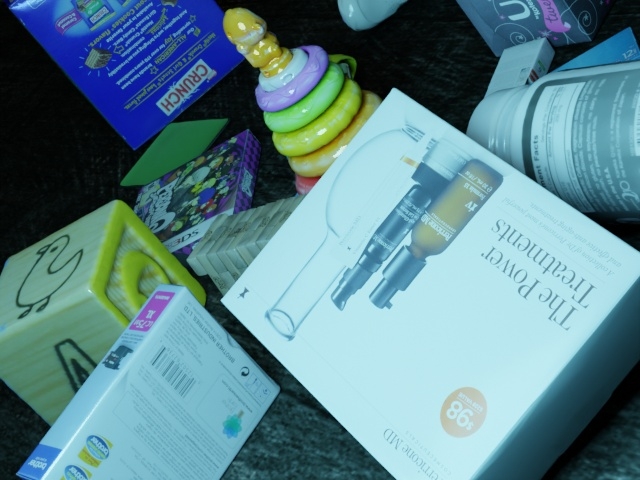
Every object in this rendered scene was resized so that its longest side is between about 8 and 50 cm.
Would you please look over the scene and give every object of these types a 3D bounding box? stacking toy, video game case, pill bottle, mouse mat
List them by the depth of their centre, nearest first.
[{"bbox_3d":[0.292,-0.095,1.382,0.283,0.161,0.161,-2,47,50],"label":"pill bottle"},{"bbox_3d":[-0.020,-0.173,1.719,0.166,0.302,0.175,-50,29,-17],"label":"stacking toy"},{"bbox_3d":[-0.188,-0.040,2.007,0.210,0.042,0.232,-26,31,23],"label":"video game case"},{"bbox_3d":[-0.235,-0.140,2.245,0.189,0.007,0.153,1,48,52],"label":"mouse mat"}]

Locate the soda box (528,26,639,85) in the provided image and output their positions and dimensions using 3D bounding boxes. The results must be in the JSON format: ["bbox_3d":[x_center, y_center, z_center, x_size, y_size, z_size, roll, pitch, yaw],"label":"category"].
[{"bbox_3d":[0.277,-0.149,1.574,0.210,0.067,0.071,-29,30,19],"label":"soda box"}]

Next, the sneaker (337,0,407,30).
[{"bbox_3d":[0.140,-0.436,2.097,0.305,0.114,0.152,-51,29,-19],"label":"sneaker"}]

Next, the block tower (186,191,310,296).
[{"bbox_3d":[0.000,0.000,1.664,0.335,0.097,0.091,-11,32,39],"label":"block tower"}]

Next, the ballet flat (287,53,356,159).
[{"bbox_3d":[0.007,-0.192,1.963,0.077,0.077,0.231,-8,37,20],"label":"ballet flat"}]

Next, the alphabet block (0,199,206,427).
[{"bbox_3d":[-0.286,0.101,1.768,0.197,0.193,0.192,-27,33,23],"label":"alphabet block"}]

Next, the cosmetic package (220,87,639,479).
[{"bbox_3d":[0.109,0.057,1.314,0.284,0.097,0.377,-52,45,2],"label":"cosmetic package"}]

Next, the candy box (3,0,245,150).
[{"bbox_3d":[-0.316,-0.355,2.317,0.268,0.317,0.122,-40,22,-2],"label":"candy box"}]

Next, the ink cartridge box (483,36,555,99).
[{"bbox_3d":[0.243,-0.198,1.726,0.062,0.029,0.115,-12,40,41],"label":"ink cartridge box"}]

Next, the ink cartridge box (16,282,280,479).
[{"bbox_3d":[-0.190,0.221,1.487,0.065,0.186,0.311,1,49,47],"label":"ink cartridge box"}]

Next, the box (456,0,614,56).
[{"bbox_3d":[0.242,-0.367,1.736,0.163,0.247,0.142,-2,48,49],"label":"box"}]
